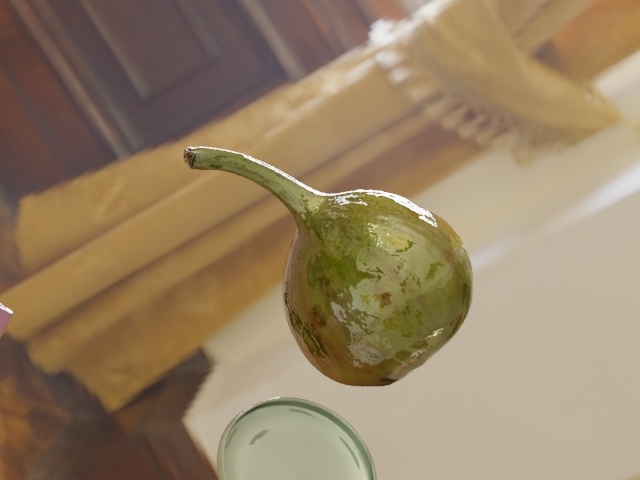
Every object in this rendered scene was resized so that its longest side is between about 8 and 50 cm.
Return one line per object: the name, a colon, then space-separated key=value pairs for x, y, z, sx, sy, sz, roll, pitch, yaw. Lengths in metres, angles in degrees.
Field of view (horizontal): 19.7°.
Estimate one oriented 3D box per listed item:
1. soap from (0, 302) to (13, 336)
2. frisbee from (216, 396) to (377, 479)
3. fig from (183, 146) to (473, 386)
soap: x=-0.425 y=0.140 z=1.824 sx=0.081 sy=0.259 sz=0.181 roll=31 pitch=-3 yaw=-40
frisbee: x=-0.015 y=0.151 z=1.195 sx=0.110 sy=0.014 sz=0.110 roll=12 pitch=52 yaw=-16
fig: x=0.000 y=0.000 z=1.385 sx=0.245 sy=0.149 sz=0.149 roll=43 pitch=23 yaw=-9
